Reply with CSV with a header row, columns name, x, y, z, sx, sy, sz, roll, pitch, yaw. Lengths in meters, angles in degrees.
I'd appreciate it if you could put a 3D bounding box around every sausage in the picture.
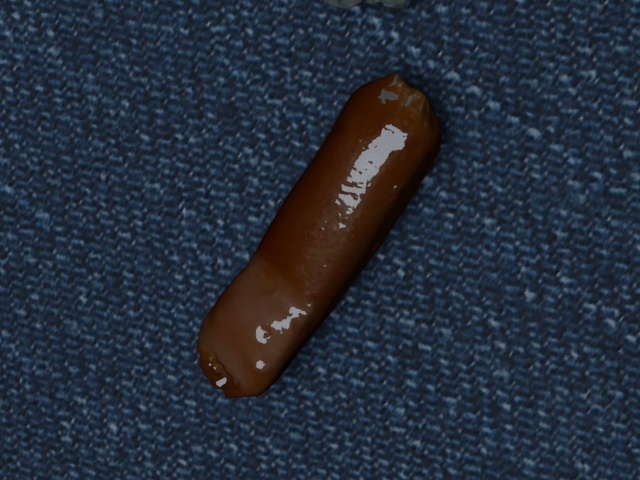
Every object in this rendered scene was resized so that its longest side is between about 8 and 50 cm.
name,x,y,z,sx,sy,sz,roll,pitch,yaw
sausage,0.000,0.001,1.762,0.097,0.094,0.348,41,109,23

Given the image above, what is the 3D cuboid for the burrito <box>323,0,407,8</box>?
name,x,y,z,sx,sy,sz,roll,pitch,yaw
burrito,0.124,-0.383,1.666,0.139,0.101,0.445,43,107,12
